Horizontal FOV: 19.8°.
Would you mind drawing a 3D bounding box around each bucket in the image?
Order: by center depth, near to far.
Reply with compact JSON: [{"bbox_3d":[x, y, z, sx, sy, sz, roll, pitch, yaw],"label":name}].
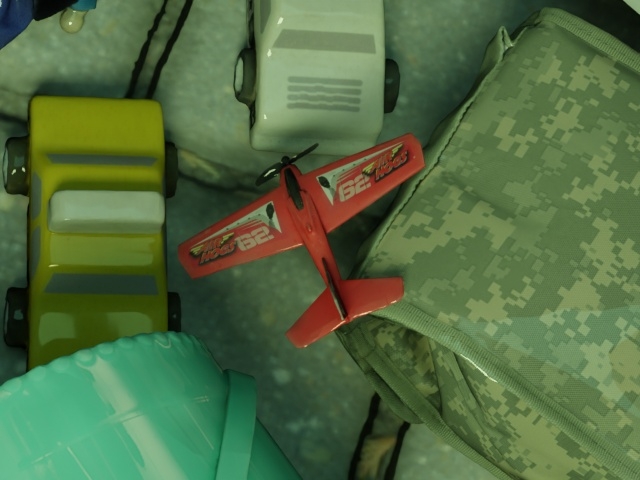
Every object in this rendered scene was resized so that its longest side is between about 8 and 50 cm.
[{"bbox_3d":[-0.112,0.184,0.901,0.281,0.281,0.183,-26,72,-20],"label":"bucket"}]

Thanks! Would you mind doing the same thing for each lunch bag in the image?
[{"bbox_3d":[0.166,0.032,1.072,0.287,0.169,0.235,37,69,-5],"label":"lunch bag"}]

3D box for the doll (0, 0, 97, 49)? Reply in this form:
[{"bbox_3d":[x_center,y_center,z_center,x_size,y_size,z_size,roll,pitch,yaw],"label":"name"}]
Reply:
[{"bbox_3d":[-0.179,-0.163,1.082,0.189,0.129,0.046,-42,52,-15],"label":"doll"}]

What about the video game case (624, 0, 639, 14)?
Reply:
[{"bbox_3d":[0.278,-0.125,1.116,0.244,0.269,0.061,42,110,1],"label":"video game case"}]

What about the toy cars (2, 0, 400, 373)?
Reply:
[{"bbox_3d":[-0.063,-0.079,1.092,0.176,0.087,0.393,40,68,1],"label":"toy cars"}]

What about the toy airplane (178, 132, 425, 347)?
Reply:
[{"bbox_3d":[0.000,0.000,1.005,0.151,0.028,0.151,-15,44,15],"label":"toy airplane"}]
